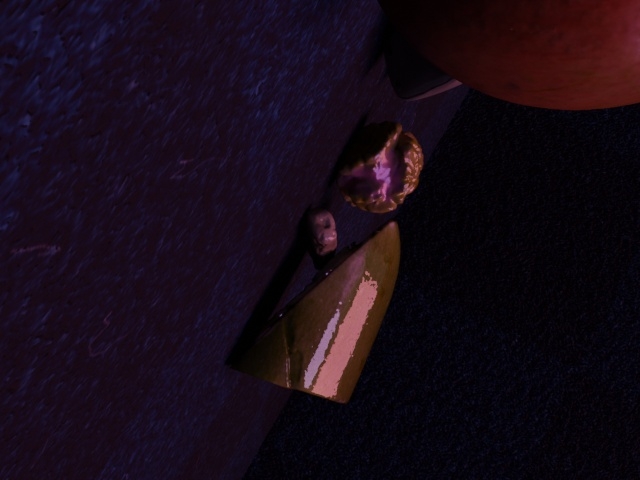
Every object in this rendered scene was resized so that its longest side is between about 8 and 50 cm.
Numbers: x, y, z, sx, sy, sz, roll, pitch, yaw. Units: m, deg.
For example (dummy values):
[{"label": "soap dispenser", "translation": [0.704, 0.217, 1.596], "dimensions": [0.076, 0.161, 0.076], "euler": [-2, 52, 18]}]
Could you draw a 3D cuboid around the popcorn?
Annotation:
[{"label": "popcorn", "translation": [0.093, -0.112, 1.728], "dimensions": [0.126, 0.125, 0.145], "euler": [32, 68, -73]}]

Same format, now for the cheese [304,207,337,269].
[{"label": "cheese", "translation": [0.000, 0.000, 1.742], "dimensions": [0.043, 0.065, 0.194], "euler": [-17, 167, -6]}]

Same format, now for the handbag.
[{"label": "handbag", "translation": [0.261, -0.265, 1.510], "dimensions": [0.241, 0.315, 0.109], "euler": [-8, -89, 64]}]

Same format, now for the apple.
[{"label": "apple", "translation": [0.240, -0.287, 1.017], "dimensions": [0.364, 0.363, 0.364], "euler": [-59, 173, -11]}]

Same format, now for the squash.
[{"label": "squash", "translation": [0.005, 0.090, 1.797], "dimensions": [0.233, 0.210, 0.309], "euler": [69, 38, -83]}]
